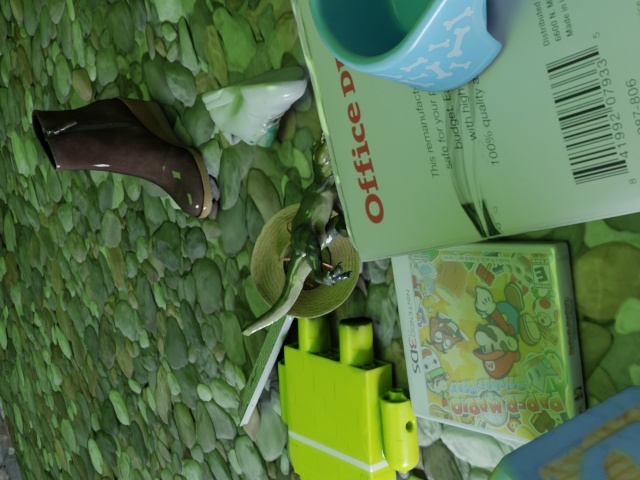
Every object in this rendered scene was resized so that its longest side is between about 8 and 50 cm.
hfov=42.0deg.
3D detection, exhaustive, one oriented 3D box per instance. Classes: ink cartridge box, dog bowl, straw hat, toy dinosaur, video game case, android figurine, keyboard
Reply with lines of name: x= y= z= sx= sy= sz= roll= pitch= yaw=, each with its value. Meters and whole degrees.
ink cartridge box: x=0.175 y=-0.156 z=0.654 sx=0.395 sy=0.166 sz=0.285 roll=-13 pitch=90 yaw=52
dog bowl: x=0.087 y=-0.227 z=0.550 sx=0.166 sy=0.074 sz=0.297 roll=61 pitch=139 yaw=23
straw hat: x=-0.014 y=0.030 z=1.040 sx=0.061 sy=0.145 sz=0.144 roll=67 pitch=178 yaw=-76
toy dinosaur: x=0.000 y=0.000 z=0.975 sx=0.118 sy=0.064 sz=0.268 roll=14 pitch=81 yaw=43
video game case: x=0.167 y=0.101 z=0.864 sx=0.227 sy=0.026 sz=0.206 roll=1 pitch=102 yaw=52
android figurine: x=0.026 y=0.226 z=1.061 sx=0.248 sy=0.056 sz=0.272 roll=5 pitch=103 yaw=51
keyboard: x=-0.078 y=0.163 z=1.183 sx=0.072 sy=0.014 sz=0.256 roll=-95 pitch=22 yaw=-48

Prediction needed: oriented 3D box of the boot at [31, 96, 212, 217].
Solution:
boot: x=-0.295 y=-0.114 z=1.242 sx=0.248 sy=0.207 sz=0.090 roll=55 pitch=139 yaw=25

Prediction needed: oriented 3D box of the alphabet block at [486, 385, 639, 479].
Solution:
alphabet block: x=0.219 y=0.263 z=0.640 sx=0.192 sy=0.193 sz=0.197 roll=47 pitch=134 yaw=34

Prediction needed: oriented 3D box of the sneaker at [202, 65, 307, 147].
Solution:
sneaker: x=-0.073 y=-0.164 z=1.064 sx=0.212 sy=0.080 sz=0.094 roll=4 pitch=116 yaw=59
